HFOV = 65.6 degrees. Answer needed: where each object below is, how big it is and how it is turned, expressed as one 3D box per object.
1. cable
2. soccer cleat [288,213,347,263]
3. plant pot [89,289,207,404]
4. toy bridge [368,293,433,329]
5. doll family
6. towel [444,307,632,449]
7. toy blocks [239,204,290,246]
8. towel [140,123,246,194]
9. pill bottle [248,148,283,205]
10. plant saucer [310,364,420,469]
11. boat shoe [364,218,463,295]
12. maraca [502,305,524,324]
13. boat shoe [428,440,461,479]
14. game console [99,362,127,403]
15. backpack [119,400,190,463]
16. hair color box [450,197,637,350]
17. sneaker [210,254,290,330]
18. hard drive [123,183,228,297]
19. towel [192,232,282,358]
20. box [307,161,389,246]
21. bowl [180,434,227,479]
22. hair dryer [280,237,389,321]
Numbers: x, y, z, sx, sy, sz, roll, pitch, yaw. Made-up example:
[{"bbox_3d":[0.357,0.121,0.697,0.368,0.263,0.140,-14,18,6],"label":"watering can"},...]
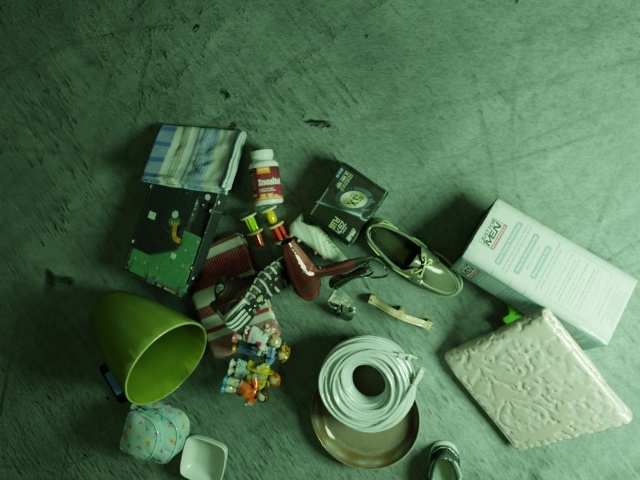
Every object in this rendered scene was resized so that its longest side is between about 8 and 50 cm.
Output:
[{"bbox_3d":[0.127,0.377,1.330,0.256,0.089,0.257,21,99,12],"label":"cable"},{"bbox_3d":[0.000,0.000,1.394,0.196,0.068,0.076,34,98,12],"label":"soccer cleat"},{"bbox_3d":[-0.537,0.278,1.466,0.293,0.274,0.275,32,101,27],"label":"plant pot"},{"bbox_3d":[0.219,0.198,1.355,0.188,0.063,0.026,24,99,11],"label":"toy bridge"},{"bbox_3d":[-0.175,0.339,1.425,0.163,0.118,0.263,14,103,3],"label":"doll family"},{"bbox_3d":[0.516,0.348,1.222,0.317,0.053,0.332,51,135,4],"label":"towel"},{"bbox_3d":[-0.152,-0.016,1.435,0.123,0.054,0.148,-17,104,23],"label":"toy blocks"},{"bbox_3d":[-0.367,-0.243,1.439,0.284,0.034,0.210,9,69,14],"label":"towel"},{"bbox_3d":[-0.157,-0.177,1.407,0.085,0.086,0.152,-8,92,14],"label":"pill bottle"},{"bbox_3d":[0.127,0.489,1.407,0.310,0.050,0.311,1,94,14],"label":"plant saucer"},{"bbox_3d":[0.244,0.051,1.323,0.305,0.091,0.109,37,102,9],"label":"boat shoe"},{"bbox_3d":[0.543,0.242,1.263,0.127,0.099,0.186,-24,77,2],"label":"maraca"},{"bbox_3d":[0.335,0.708,1.349,0.114,0.091,0.303,-7,92,14],"label":"boat shoe"},{"bbox_3d":[-0.647,0.444,1.573,0.124,0.085,0.144,-33,85,13],"label":"game console"},{"bbox_3d":[-0.505,0.587,1.522,0.188,0.144,0.166,17,92,9],"label":"backpack"},{"bbox_3d":[0.535,0.082,1.212,0.374,0.114,0.185,33,74,9],"label":"hair color box"},{"bbox_3d":[-0.199,0.107,1.395,0.162,0.107,0.281,29,62,37],"label":"sneaker"},{"bbox_3d":[-0.432,-0.027,1.480,0.236,0.064,0.339,21,95,18],"label":"hard drive"},{"bbox_3d":[-0.275,0.168,1.489,0.236,0.037,0.329,-22,87,16],"label":"towel"},{"bbox_3d":[0.075,-0.099,1.361,0.147,0.077,0.180,36,101,8],"label":"box"},{"bbox_3d":[-0.352,0.673,1.535,0.142,0.053,0.142,15,98,13],"label":"bowl"},{"bbox_3d":[0.016,0.079,1.351,0.293,0.080,0.224,27,115,-13],"label":"hair dryer"}]
